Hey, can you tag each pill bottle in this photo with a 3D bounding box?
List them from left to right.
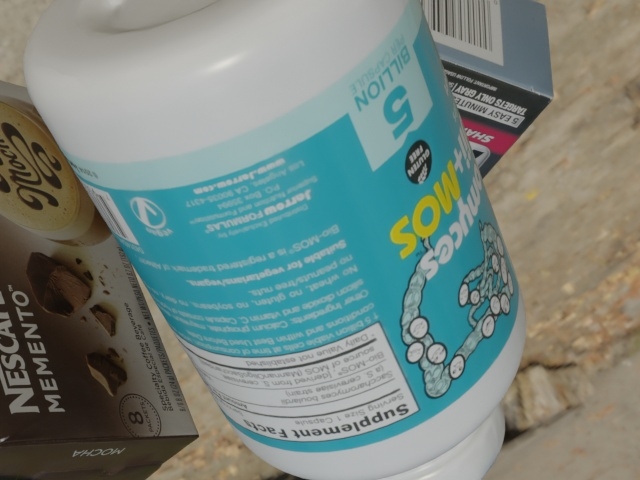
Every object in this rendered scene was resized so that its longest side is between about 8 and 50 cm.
[{"bbox_3d":[0.000,0.000,0.462,0.146,0.146,0.264,-29,125,-5],"label":"pill bottle"}]

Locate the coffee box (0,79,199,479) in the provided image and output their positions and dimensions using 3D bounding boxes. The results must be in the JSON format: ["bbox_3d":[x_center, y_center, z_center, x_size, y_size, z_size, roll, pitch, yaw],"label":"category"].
[{"bbox_3d":[-0.223,0.034,0.742,0.119,0.297,0.168,-39,152,26],"label":"coffee box"}]

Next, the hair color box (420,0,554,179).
[{"bbox_3d":[0.025,-0.075,0.970,0.185,0.114,0.374,16,143,-16],"label":"hair color box"}]
